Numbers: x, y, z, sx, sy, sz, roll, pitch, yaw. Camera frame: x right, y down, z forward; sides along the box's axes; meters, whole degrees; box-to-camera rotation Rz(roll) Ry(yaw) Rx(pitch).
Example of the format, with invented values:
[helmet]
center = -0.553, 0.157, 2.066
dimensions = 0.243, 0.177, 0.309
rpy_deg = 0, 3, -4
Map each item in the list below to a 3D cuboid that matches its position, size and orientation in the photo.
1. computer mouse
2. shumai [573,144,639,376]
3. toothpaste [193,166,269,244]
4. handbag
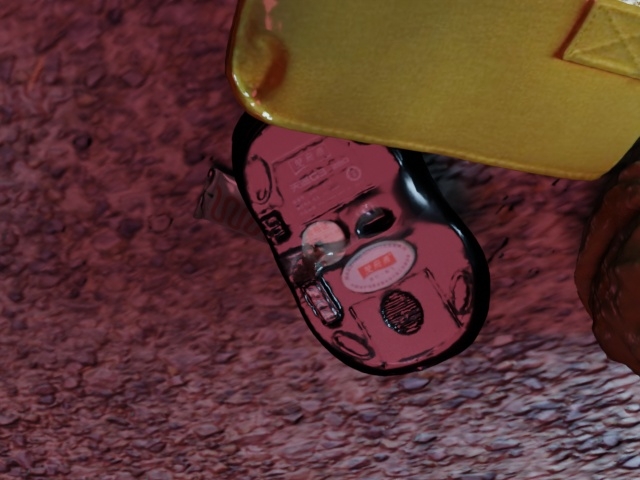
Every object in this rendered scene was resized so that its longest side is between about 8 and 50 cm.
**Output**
[computer mouse]
center = 0.031, -0.014, 0.680
dimensions = 0.137, 0.096, 0.233
rpy_deg = -25, 104, 10
[shumai]
center = 0.312, 0.062, 0.594
dimensions = 0.314, 0.262, 0.267
rpy_deg = -29, 121, 35
[toothpaste]
center = 0.000, 0.000, 0.753
dimensions = 0.205, 0.036, 0.056
rpy_deg = 22, 131, -5
[handbag]
center = 0.128, -0.209, 0.462
dimensions = 0.282, 0.133, 0.401
rpy_deg = 16, 135, -11
